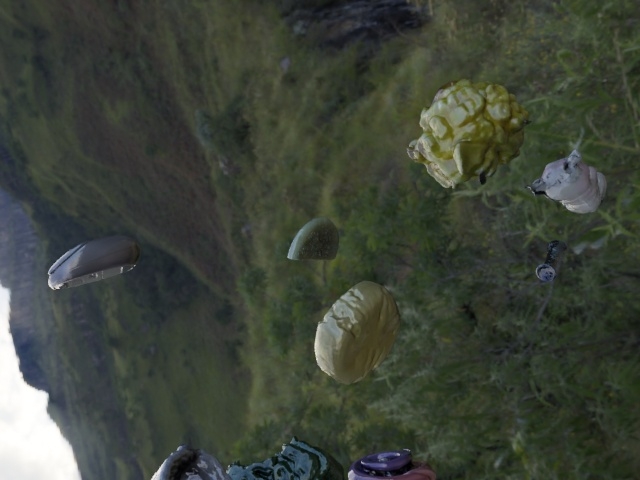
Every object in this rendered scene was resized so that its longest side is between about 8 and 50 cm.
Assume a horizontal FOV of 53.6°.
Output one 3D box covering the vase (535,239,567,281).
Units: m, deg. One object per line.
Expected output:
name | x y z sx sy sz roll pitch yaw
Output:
vase | 0.691 0.060 1.893 0.167 0.059 0.059 -42 -52 -50

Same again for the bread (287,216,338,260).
bread | -0.001 -0.004 1.601 0.193 0.036 0.112 2 -72 -55

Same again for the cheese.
cheese | 0.077 0.204 1.398 0.117 0.214 0.226 26 147 36

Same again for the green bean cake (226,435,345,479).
green bean cake | -0.126 0.700 1.767 0.300 0.308 0.169 -62 -37 -26

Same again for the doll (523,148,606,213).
doll | 0.622 -0.134 1.573 0.149 0.192 0.095 -43 30 34

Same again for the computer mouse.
computer mouse | -0.236 0.019 0.658 0.039 0.096 0.066 71 158 6

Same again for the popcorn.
popcorn | 0.265 -0.183 1.129 0.169 0.189 0.218 49 179 33

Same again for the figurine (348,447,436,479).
figurine | 0.122 0.377 0.928 0.126 0.114 0.157 -29 93 49

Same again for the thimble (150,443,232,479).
thimble | -0.329 0.642 1.542 0.157 0.217 0.245 -51 38 24
